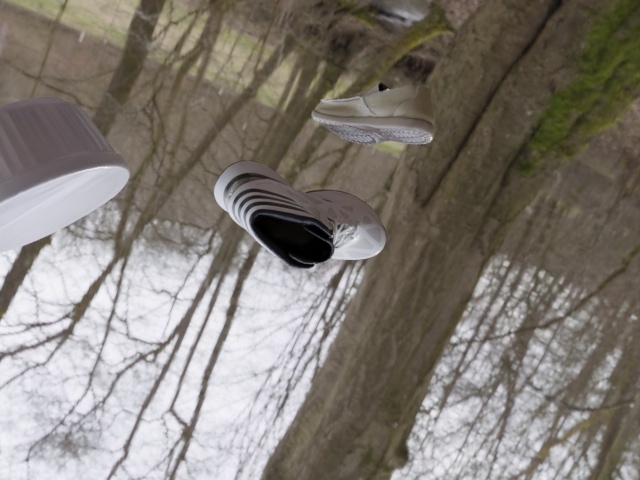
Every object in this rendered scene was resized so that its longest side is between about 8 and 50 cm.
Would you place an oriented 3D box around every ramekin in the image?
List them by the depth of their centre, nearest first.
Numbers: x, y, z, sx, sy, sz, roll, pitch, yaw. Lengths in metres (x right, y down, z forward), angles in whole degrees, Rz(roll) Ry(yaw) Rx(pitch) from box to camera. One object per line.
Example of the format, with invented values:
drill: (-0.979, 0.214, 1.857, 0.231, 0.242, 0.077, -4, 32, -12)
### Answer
ramekin: (-0.414, -0.090, 1.025, 0.127, 0.272, 0.273, 61, -168, 2)

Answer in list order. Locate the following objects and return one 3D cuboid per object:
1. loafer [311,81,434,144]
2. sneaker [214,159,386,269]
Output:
loafer: (0.096, -0.223, 1.276, 0.268, 0.092, 0.101, 14, 172, 44)
sneaker: (-0.001, 0.001, 1.559, 0.447, 0.169, 0.257, 18, -157, -36)
